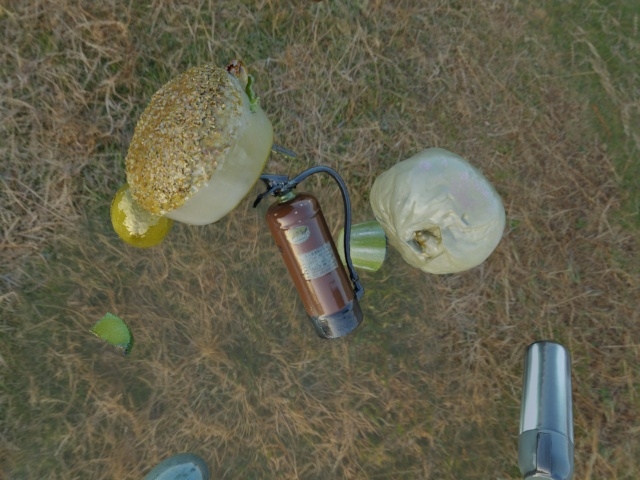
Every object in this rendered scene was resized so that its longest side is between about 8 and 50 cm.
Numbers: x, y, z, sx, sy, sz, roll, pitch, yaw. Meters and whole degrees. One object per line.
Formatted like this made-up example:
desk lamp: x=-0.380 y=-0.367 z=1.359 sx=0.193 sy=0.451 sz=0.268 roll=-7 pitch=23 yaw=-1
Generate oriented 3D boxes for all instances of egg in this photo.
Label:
egg: x=-0.441 y=0.740 z=1.528 sx=0.236 sy=0.169 sz=0.169 roll=-39 pitch=85 yaw=-24

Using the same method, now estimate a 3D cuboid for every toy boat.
toy boat: x=-0.109 y=-0.200 z=1.108 sx=0.115 sy=0.063 sz=0.016 roll=18 pitch=104 yaw=-12

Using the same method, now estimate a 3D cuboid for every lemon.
lemon: x=-0.588 y=-0.087 z=1.704 sx=0.204 sy=0.260 sz=0.204 roll=11 pitch=33 yaw=-7

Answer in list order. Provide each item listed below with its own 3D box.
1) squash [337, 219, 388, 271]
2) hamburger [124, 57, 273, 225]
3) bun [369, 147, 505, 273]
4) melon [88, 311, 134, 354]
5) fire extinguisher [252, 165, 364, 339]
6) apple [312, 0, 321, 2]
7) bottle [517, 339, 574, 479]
squash: x=0.128 y=0.016 z=1.625 sx=0.123 sy=0.170 sz=0.170 roll=1 pitch=77 yaw=-17
hamburger: x=-0.220 y=-0.170 z=0.893 sx=0.179 sy=0.276 sz=0.294 roll=37 pitch=55 yaw=-39
bun: x=0.276 y=-0.059 z=1.306 sx=0.361 sy=0.361 sz=0.213 roll=39 pitch=58 yaw=2
melon: x=-0.667 y=0.302 z=1.661 sx=0.114 sy=0.262 sz=0.053 roll=-11 pitch=111 yaw=-38
fire extinguisher: x=-0.009 y=0.002 z=1.061 sx=0.200 sy=0.113 sz=0.376 roll=-45 pitch=119 yaw=-45
apple: x=-0.043 y=-0.633 z=1.171 sx=0.156 sy=0.147 sz=0.158 roll=17 pitch=118 yaw=21
bottle: x=0.363 y=0.270 z=0.824 sx=0.079 sy=0.096 sz=0.253 roll=0 pitch=39 yaw=26
